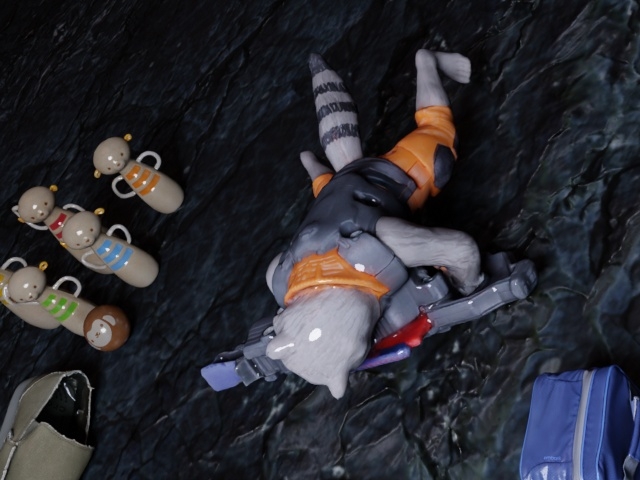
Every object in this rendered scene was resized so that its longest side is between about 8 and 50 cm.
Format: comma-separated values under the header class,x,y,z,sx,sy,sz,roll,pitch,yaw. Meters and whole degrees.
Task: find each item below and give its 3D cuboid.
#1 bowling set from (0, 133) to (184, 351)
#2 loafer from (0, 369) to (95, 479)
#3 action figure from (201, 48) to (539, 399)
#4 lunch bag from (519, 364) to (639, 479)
class,x,y,z,sx,sy,sz,roll,pitch,yaw
bowling set,-0.282,0.022,1.149,0.287,0.154,0.200,-45,35,7
loafer,-0.291,0.229,1.019,0.087,0.094,0.251,-35,37,27
action figure,0.000,0.000,0.852,0.341,0.178,0.330,-26,32,27
lunch bag,0.176,0.126,0.629,0.065,0.067,0.098,-13,48,40
